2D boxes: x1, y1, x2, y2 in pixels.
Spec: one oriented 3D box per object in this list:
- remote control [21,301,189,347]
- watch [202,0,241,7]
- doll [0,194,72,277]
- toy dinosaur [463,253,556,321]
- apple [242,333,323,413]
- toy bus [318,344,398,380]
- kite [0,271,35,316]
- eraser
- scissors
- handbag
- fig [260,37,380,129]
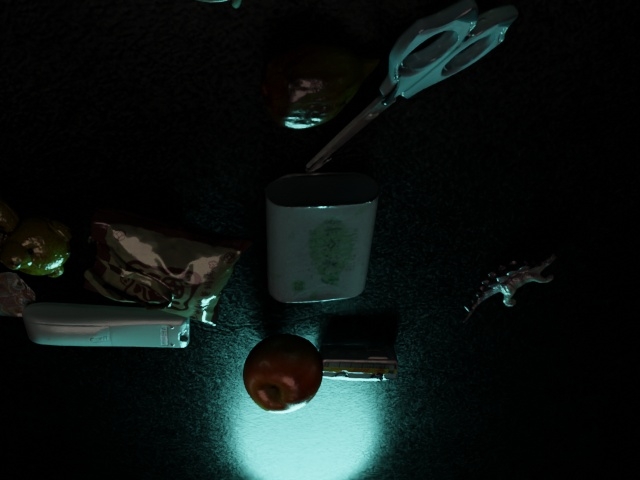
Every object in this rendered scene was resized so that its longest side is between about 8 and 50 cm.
[{"bbox_3d":[-0.396,0.166,1.119,0.294,0.051,0.103,3,135,-10],"label":"remote control"},{"bbox_3d":[-0.128,-0.353,0.597,0.195,0.068,0.237,-6,133,-3],"label":"watch"},{"bbox_3d":[-0.485,-0.007,0.900,0.210,0.097,0.137,21,136,-18],"label":"doll"},{"bbox_3d":[0.344,0.083,1.114,0.209,0.039,0.082,-39,125,17],"label":"toy dinosaur"},{"bbox_3d":[-0.072,0.259,1.186,0.164,0.139,0.163,9,121,15],"label":"apple"},{"bbox_3d":[0.079,0.256,1.260,0.172,0.057,0.072,2,127,-8],"label":"toy bus"},{"bbox_3d":[-0.622,0.104,1.057,0.230,0.016,0.127,-4,133,-3],"label":"kite"},{"bbox_3d":[0.000,0.000,0.965,0.174,0.081,0.226,-2,135,-5],"label":"eraser"},{"bbox_3d":[0.087,-0.180,0.782,0.191,0.029,0.360,-16,164,-47],"label":"scissors"},{"bbox_3d":[-0.250,0.047,0.954,0.235,0.127,0.213,14,135,-16],"label":"handbag"},{"bbox_3d":[0.003,-0.201,0.747,0.155,0.103,0.109,-14,162,-17],"label":"fig"}]
